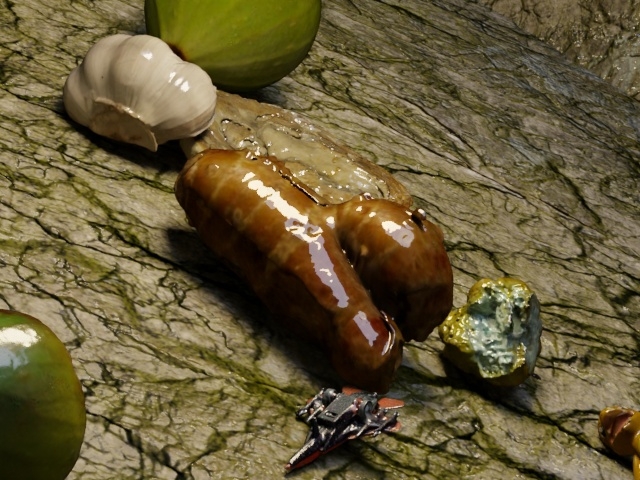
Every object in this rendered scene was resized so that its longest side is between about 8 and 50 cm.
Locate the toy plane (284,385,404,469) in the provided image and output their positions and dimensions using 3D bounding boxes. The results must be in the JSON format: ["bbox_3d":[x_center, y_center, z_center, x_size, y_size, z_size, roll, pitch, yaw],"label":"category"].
[{"bbox_3d":[0.015,0.215,1.691,0.130,0.061,0.189,14,20,31],"label":"toy plane"}]

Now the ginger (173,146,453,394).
[{"bbox_3d":[0.000,0.000,1.898,0.418,0.176,0.254,38,64,24],"label":"ginger"}]

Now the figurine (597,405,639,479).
[{"bbox_3d":[0.451,0.284,1.965,0.176,0.121,0.122,37,-2,39],"label":"figurine"}]

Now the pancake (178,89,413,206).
[{"bbox_3d":[-0.045,-0.115,2.215,0.387,0.082,0.387,18,24,-8],"label":"pancake"}]

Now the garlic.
[{"bbox_3d":[-0.264,-0.234,2.110,0.229,0.143,0.178,4,35,16],"label":"garlic"}]

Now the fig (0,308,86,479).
[{"bbox_3d":[-0.313,0.150,1.352,0.191,0.181,0.181,27,18,-47],"label":"fig"}]

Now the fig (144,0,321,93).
[{"bbox_3d":[-0.155,-0.371,2.366,0.316,0.316,0.316,22,26,-11],"label":"fig"}]

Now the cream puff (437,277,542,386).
[{"bbox_3d":[0.233,0.125,1.991,0.156,0.156,0.121,31,-5,8],"label":"cream puff"}]
